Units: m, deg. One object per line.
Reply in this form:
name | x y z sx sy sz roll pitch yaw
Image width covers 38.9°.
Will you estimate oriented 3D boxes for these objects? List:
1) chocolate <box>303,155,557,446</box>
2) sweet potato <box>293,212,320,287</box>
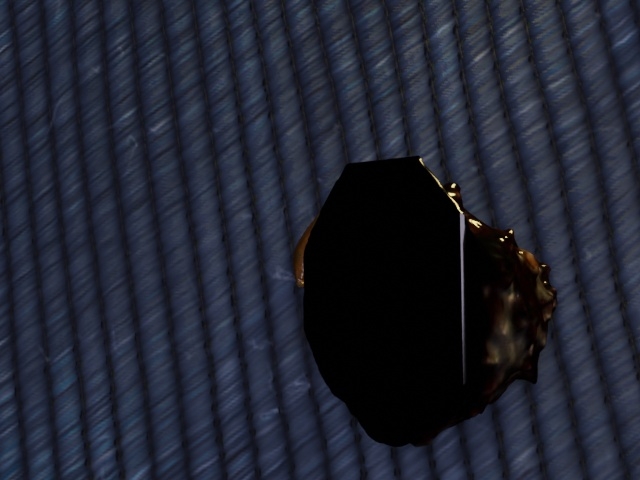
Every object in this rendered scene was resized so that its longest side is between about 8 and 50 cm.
chocolate | 0.111 0.049 0.758 0.177 0.206 0.224 0 91 -34
sweet potato | 0.000 0.000 0.820 0.034 0.034 0.095 28 76 13
